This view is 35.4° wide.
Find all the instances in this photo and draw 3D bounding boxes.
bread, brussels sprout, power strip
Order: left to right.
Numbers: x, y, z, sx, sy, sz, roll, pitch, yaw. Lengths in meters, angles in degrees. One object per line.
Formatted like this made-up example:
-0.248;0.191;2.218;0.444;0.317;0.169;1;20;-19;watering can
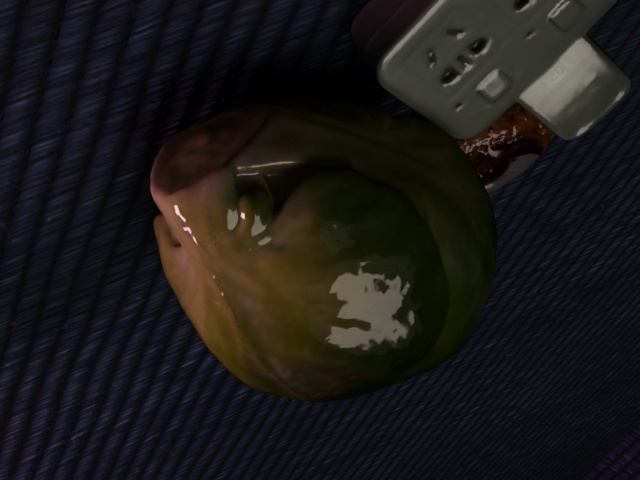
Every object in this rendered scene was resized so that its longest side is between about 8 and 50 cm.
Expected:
-0.004;0.005;0.979;0.289;0.281;0.355;-17;137;38;brussels sprout
0.142;-0.090;1.169;0.269;0.095;0.139;-26;150;19;bread
0.186;-0.218;1.001;0.261;0.141;0.229;27;117;-40;power strip
